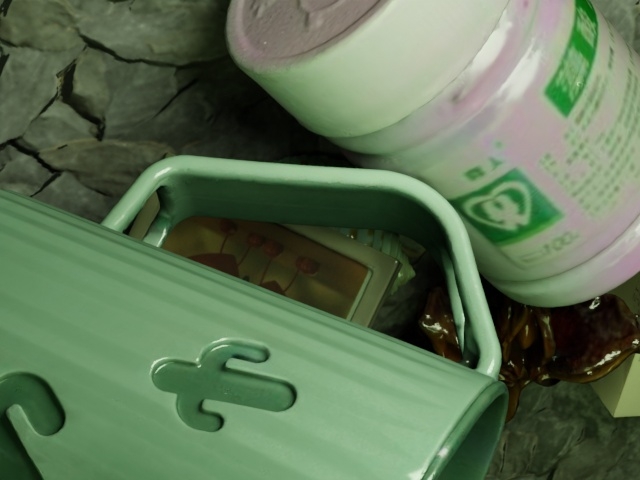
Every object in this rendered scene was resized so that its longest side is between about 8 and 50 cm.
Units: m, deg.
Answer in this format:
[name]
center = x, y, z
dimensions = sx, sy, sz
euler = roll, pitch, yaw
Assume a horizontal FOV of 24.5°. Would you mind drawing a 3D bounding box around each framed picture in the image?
[framed picture]
center = -0.091, 0.103, 1.135
dimensions = 0.289, 0.211, 0.020
euler = -64, 160, 0

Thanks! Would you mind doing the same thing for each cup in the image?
[cup]
center = -0.079, 0.138, 0.988
dimensions = 0.392, 0.401, 0.310
euler = 26, 129, 15

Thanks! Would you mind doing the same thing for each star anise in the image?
[star anise]
center = 0.173, 0.085, 1.297
dimensions = 0.220, 0.126, 0.190
euler = -19, 132, 24

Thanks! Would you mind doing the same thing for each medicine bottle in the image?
[medicine bottle]
center = 0.113, -0.114, 1.087
dimensions = 0.212, 0.212, 0.325
euler = -43, 125, 12

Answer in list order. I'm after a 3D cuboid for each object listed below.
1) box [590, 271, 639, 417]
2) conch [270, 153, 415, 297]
[box]
center = 0.349, 0.051, 1.352
dimensions = 0.168, 0.095, 0.212
euler = 1, 124, -18
[conch]
center = 0.004, 0.002, 1.203
dimensions = 0.153, 0.102, 0.135
euler = 10, 105, -24
